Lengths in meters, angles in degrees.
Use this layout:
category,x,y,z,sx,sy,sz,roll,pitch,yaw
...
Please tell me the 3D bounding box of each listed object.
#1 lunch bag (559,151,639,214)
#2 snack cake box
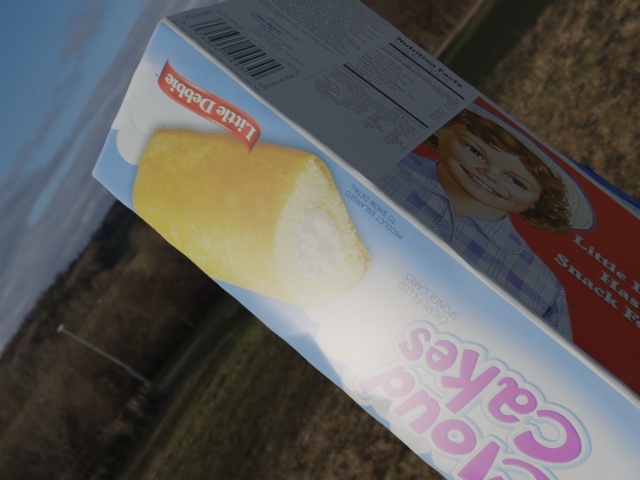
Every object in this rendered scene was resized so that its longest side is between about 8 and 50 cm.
category,x,y,z,sx,sy,sz,roll,pitch,yaw
lunch bag,0.303,0.006,0.987,0.176,0.219,0.090,-48,-31,3
snack cake box,0.051,-0.003,0.382,0.089,0.264,0.152,-55,-9,33
